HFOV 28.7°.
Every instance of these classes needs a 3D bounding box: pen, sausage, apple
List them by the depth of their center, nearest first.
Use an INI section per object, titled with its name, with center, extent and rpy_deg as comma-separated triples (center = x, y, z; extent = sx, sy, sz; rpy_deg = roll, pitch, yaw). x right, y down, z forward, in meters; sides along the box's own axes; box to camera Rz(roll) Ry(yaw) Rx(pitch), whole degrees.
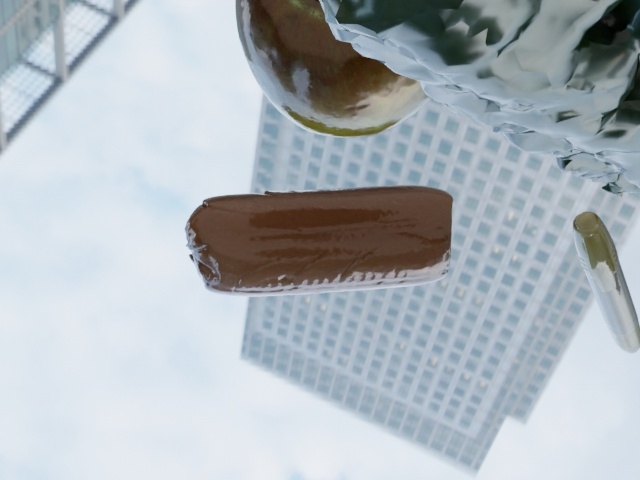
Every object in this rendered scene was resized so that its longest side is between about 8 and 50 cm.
[pen]
center = 0.254, 0.045, 1.090
extent = 0.032, 0.233, 0.040
rpy_deg = -19, -127, 13
[apple]
center = 0.024, -0.215, 1.229
extent = 0.236, 0.207, 0.237
rpy_deg = -3, -104, 13
[sausage]
center = -0.001, 0.000, 1.420
extent = 0.304, 0.121, 0.121
rpy_deg = -3, -126, -7

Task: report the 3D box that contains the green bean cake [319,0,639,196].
[green bean cake]
center = 0.159, -0.167, 0.457
extent = 0.300, 0.308, 0.169
rpy_deg = 14, -136, -53
